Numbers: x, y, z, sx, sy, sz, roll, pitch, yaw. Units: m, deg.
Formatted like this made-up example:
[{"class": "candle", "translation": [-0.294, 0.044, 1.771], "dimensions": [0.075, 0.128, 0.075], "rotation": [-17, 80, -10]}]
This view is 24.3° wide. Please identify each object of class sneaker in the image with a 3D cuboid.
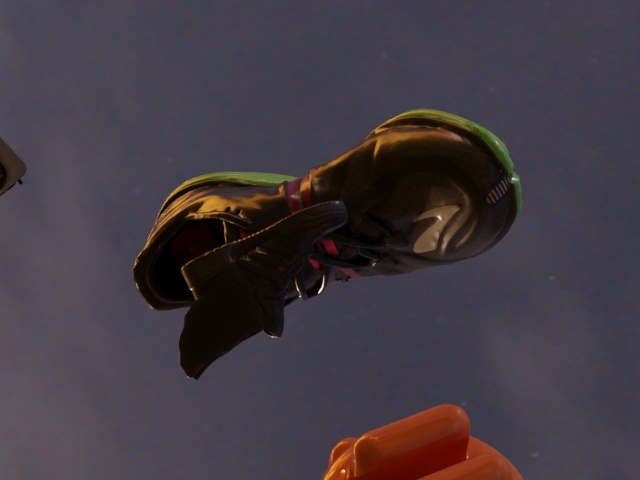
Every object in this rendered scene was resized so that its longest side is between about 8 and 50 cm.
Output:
[{"class": "sneaker", "translation": [0.000, 0.000, 1.594], "dimensions": [0.483, 0.202, 0.185], "rotation": [-16, -67, 34]}, {"class": "sneaker", "translation": [-0.044, 0.039, 1.189], "dimensions": [0.170, 0.051, 0.089], "rotation": [-24, -96, -1]}]

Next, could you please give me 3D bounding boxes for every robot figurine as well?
[{"class": "robot figurine", "translation": [0.057, 0.199, 0.870], "dimensions": [0.158, 0.128, 0.219], "rotation": [17, -48, 16]}]

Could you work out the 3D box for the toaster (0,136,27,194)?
[{"class": "toaster", "translation": [-0.462, -0.064, 1.796], "dimensions": [0.110, 0.168, 0.186], "rotation": [53, -22, -14]}]
